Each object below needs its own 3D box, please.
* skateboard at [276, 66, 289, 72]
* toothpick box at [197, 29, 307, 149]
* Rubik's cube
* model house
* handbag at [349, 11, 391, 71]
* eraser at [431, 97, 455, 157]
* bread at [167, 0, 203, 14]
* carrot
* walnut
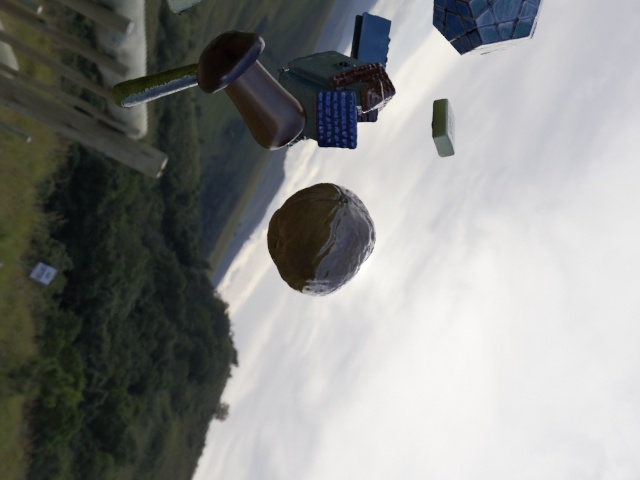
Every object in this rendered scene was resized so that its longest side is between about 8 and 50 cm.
[{"bbox_3d":[-0.104,-0.592,2.111,0.083,0.032,0.064,-22,-155,-12],"label":"skateboard"},{"bbox_3d":[-0.170,-0.374,1.532,0.192,0.294,0.192,-28,-148,20],"label":"toothpick box"},{"bbox_3d":[0.446,-0.637,1.613,0.264,0.319,0.319,-40,-173,-11],"label":"Rubik's cube"},{"bbox_3d":[0.085,-0.387,1.757,0.295,0.329,0.251,-27,126,-37],"label":"model house"},{"bbox_3d":[0.185,-0.697,2.226,0.057,0.144,0.220,9,-88,60],"label":"handbag"},{"bbox_3d":[0.417,-0.381,2.080,0.058,0.117,0.172,-8,-126,24],"label":"eraser"},{"bbox_3d":[-0.261,-0.553,1.239,0.152,0.147,0.127,-9,-135,17],"label":"bread"},{"bbox_3d":[-0.416,-0.455,1.756,0.074,0.359,0.074,163,-90,-87],"label":"carrot"},{"bbox_3d":[0.000,0.000,1.706,0.332,0.333,0.332,-59,-168,20],"label":"walnut"}]
